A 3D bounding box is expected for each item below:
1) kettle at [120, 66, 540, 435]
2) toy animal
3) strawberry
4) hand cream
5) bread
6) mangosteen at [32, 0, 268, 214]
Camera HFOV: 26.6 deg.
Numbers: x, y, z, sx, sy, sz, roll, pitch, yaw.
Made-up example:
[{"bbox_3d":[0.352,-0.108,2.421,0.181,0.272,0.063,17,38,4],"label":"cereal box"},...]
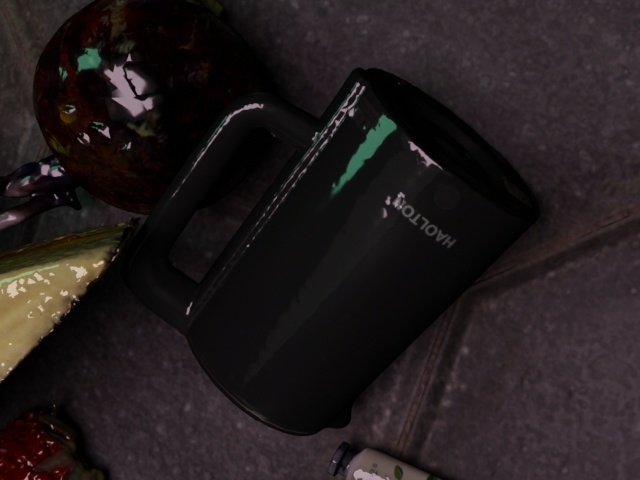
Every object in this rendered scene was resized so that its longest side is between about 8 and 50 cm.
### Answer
[{"bbox_3d":[0.007,0.010,1.244,0.308,0.262,0.203,-49,45,19],"label":"kettle"},{"bbox_3d":[-0.399,-0.021,1.421,0.324,0.195,0.090,-14,87,26],"label":"toy animal"},{"bbox_3d":[-0.333,0.287,1.480,0.208,0.087,0.167,-38,80,21],"label":"strawberry"},{"bbox_3d":[0.116,0.267,1.324,0.234,0.050,0.080,26,98,13],"label":"hand cream"},{"bbox_3d":[-0.308,0.117,1.341,0.405,0.346,0.242,-12,101,11],"label":"bread"},{"bbox_3d":[-0.152,-0.166,1.341,0.231,0.231,0.289,5,56,22],"label":"mangosteen"}]
